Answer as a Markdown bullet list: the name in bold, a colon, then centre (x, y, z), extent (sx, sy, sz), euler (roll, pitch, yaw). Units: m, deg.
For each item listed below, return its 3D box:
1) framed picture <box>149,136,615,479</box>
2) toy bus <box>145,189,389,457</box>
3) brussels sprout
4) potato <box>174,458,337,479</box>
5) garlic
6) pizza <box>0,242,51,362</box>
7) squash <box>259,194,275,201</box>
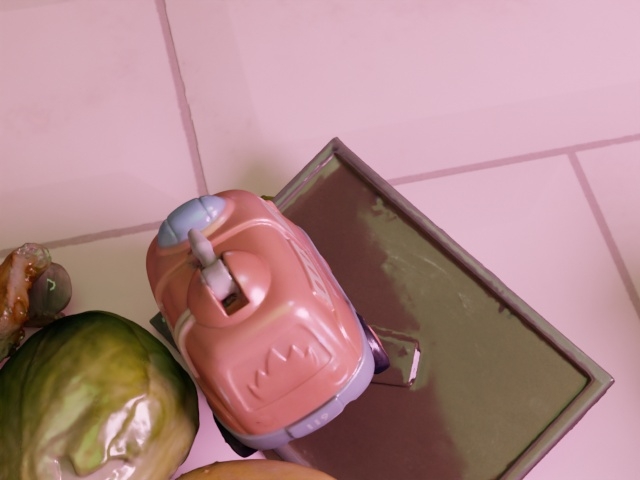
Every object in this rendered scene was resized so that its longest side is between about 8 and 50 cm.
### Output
- **framed picture**: centre (0.058, 0.127, 1.243), extent (0.326, 0.028, 0.446), euler (-44, 69, -5)
- **toy bus**: centre (-0.079, 0.070, 1.134), extent (0.194, 0.232, 0.287), euler (-34, 45, 2)
- **brussels sprout**: centre (-0.238, 0.195, 1.104), extent (0.219, 0.210, 0.271), euler (-25, 31, 17)
- **potato**: centre (-0.057, 0.302, 1.112), extent (0.234, 0.146, 0.150), euler (8, 76, 16)
- **garlic**: centre (-0.351, 0.056, 1.292), extent (0.113, 0.074, 0.094), euler (-11, 69, 9)
- **pizza**: centre (-0.380, 0.124, 1.202), extent (0.056, 0.134, 0.271), euler (32, 79, -33)
- **squash**: centre (0.000, 0.000, 1.348), extent (0.201, 0.066, 0.066), euler (30, 62, 19)
